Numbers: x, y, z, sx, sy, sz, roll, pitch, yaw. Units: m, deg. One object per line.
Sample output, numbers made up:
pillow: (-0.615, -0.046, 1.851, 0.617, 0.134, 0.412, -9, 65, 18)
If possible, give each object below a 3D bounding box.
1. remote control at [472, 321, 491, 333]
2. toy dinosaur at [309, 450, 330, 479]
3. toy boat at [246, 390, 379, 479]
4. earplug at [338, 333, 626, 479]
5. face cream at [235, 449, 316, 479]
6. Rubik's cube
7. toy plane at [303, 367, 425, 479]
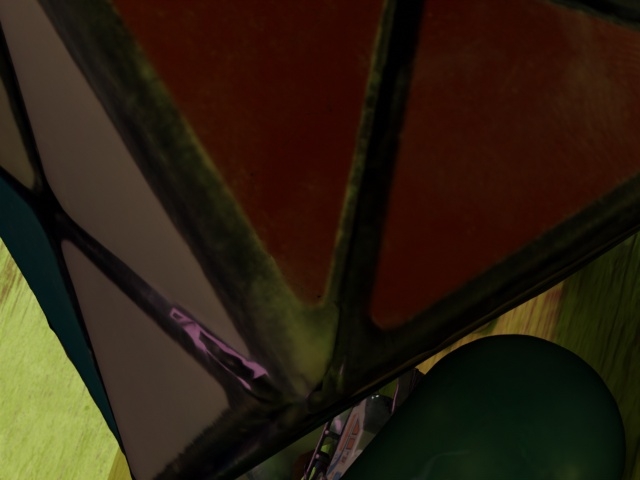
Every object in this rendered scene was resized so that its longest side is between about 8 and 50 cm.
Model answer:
remote control: (0.092, 0.032, 1.090, 0.122, 0.032, 0.074, 138, 150, -71)
toy dinosaur: (-0.011, 0.211, 1.249, 0.080, 0.045, 0.197, -57, 5, 12)
toy boat: (-0.030, 0.089, 1.240, 0.134, 0.079, 0.208, -26, 59, 25)
earplug: (0.054, 0.157, 0.802, 0.273, 0.132, 0.132, -58, 14, 33)
face cream: (-0.024, 0.118, 1.343, 0.252, 0.101, 0.101, -60, 13, 24)
Rubik's cube: (-0.008, -0.073, 0.782, 0.307, 0.305, 0.310, -32, -3, -23)
toy plane: (0.020, 0.182, 1.129, 0.078, 0.053, 0.197, -15, 50, 67)
